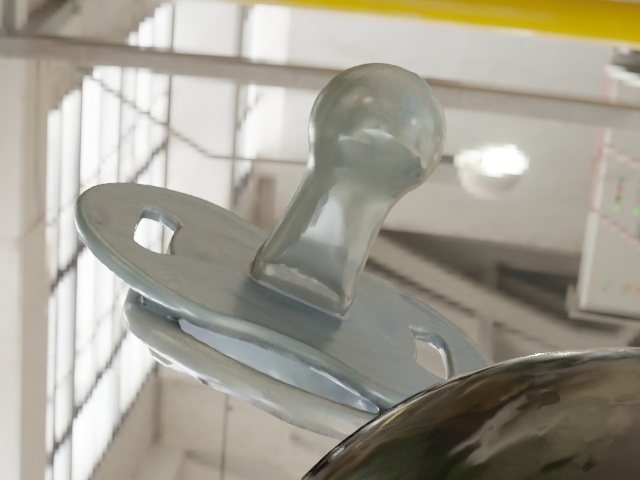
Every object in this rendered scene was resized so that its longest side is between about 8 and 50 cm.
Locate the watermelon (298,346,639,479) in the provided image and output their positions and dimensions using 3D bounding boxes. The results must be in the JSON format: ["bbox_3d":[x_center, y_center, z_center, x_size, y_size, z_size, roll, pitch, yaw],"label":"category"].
[{"bbox_3d":[0.066,0.127,0.362,0.212,0.212,0.212,4,-159,-2],"label":"watermelon"}]

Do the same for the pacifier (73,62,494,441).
[{"bbox_3d":[0.000,0.000,0.964,0.287,0.226,0.238,23,-167,-3],"label":"pacifier"}]
